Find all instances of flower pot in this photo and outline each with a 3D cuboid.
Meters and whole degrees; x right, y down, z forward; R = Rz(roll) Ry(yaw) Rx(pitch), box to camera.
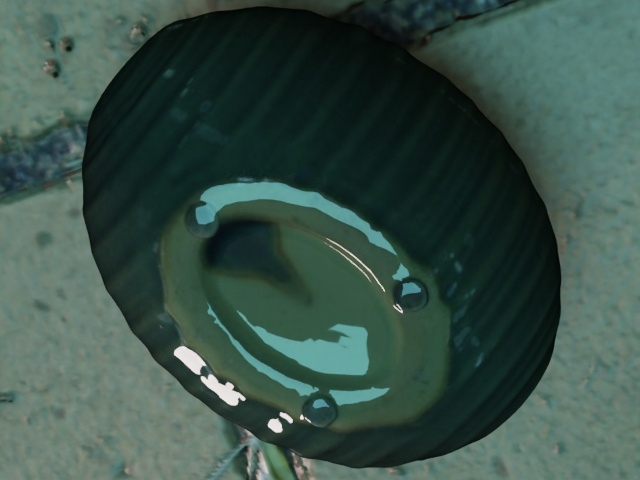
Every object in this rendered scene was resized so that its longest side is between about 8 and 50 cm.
[{"bbox_3d":[0.000,0.000,0.816,0.243,0.157,0.189,37,110,-9],"label":"flower pot"}]
